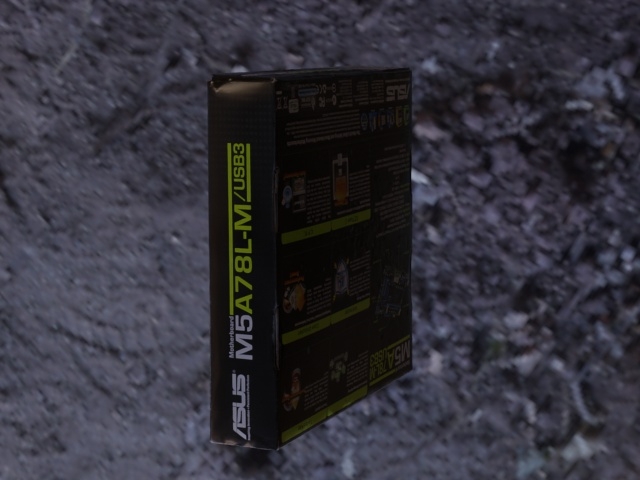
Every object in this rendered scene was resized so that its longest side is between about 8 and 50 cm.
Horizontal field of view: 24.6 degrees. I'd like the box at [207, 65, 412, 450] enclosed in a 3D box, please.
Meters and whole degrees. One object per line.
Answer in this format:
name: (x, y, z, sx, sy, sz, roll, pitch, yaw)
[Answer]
box: (0.000, 0.000, 0.790, 0.191, 0.045, 0.184, -20, 113, -64)
